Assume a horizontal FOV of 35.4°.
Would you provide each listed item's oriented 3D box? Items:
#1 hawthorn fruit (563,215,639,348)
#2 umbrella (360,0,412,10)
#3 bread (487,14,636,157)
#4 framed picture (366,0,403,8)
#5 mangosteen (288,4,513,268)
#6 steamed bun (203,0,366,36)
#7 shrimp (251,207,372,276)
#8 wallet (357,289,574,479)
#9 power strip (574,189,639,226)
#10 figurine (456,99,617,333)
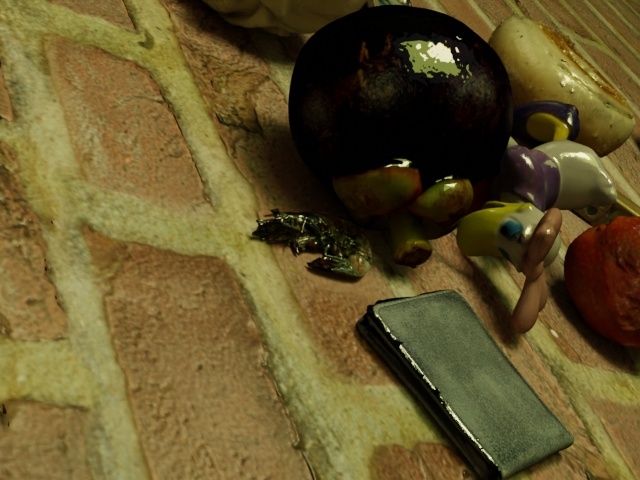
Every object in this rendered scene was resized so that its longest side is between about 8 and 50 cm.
[{"bbox_3d":[0.412,0.051,1.316,0.179,0.173,0.173,48,31,17],"label":"hawthorn fruit"},{"bbox_3d":[0.049,-0.419,1.712,0.224,0.071,0.080,7,23,-32],"label":"umbrella"},{"bbox_3d":[0.409,-0.260,1.765,0.305,0.159,0.305,31,28,-18],"label":"bread"},{"bbox_3d":[0.187,-0.294,1.651,0.315,0.024,0.232,38,25,-27],"label":"framed picture"},{"bbox_3d":[0.095,-0.117,1.163,0.275,0.275,0.302,11,71,-38],"label":"mangosteen"},{"bbox_3d":[-0.078,-0.399,1.417,0.289,0.203,0.276,8,46,-19],"label":"steamed bun"},{"bbox_3d":[0.000,0.000,1.072,0.161,0.034,0.091,6,42,-44],"label":"shrimp"},{"bbox_3d":[0.149,0.141,1.028,0.167,0.036,0.222,-7,52,-52],"label":"wallet"},{"bbox_3d":[0.513,-0.012,1.615,0.305,0.064,0.044,36,35,-1],"label":"power strip"},{"bbox_3d":[0.277,-0.052,1.301,0.193,0.154,0.421,17,33,19],"label":"figurine"}]
